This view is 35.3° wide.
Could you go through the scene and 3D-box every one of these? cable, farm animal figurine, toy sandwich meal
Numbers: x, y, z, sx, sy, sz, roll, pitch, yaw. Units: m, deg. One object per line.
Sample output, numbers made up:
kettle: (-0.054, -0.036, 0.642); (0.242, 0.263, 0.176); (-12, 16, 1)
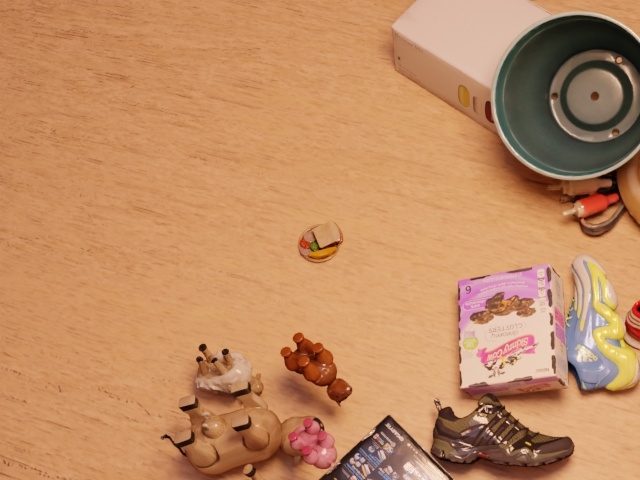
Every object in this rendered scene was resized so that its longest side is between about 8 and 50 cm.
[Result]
cable: (0.546, -0.101, 1.782); (0.287, 0.072, 0.139); (-16, 61, -1)
farm animal figurine: (-0.088, 0.327, 1.605); (0.327, 0.172, 0.330); (-4, 47, 26)
toy sandwich meal: (0.000, 0.000, 1.832); (0.086, 0.029, 0.085); (-3, 63, 6)

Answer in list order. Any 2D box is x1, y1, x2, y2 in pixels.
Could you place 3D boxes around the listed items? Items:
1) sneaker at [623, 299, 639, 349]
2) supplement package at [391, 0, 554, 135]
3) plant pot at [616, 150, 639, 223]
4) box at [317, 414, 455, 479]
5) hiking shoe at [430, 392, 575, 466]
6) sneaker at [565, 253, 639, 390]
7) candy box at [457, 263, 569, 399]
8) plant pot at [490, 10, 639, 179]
sneaker: (0.603, 0.149, 1.618); (0.221, 0.128, 0.087); (8, 66, 13)
supplement package: (0.299, -0.366, 1.911); (0.262, 0.145, 0.204); (37, 73, 23)
plant pot: (0.638, -0.104, 1.762); (0.236, 0.032, 0.236); (2, 68, -6)
box: (0.122, 0.414, 1.595); (0.175, 0.051, 0.220); (-41, 66, -13)
hiking shoe: (0.289, 0.301, 1.601); (0.227, 0.086, 0.114); (1, 78, 9)
sneaker: (0.435, 0.140, 1.668); (0.126, 0.091, 0.240); (-16, 63, 0)
candy box: (0.316, 0.152, 1.659); (0.165, 0.070, 0.196); (-13, 59, 27)
plant pot: (0.457, -0.251, 1.741); (0.272, 0.255, 0.271); (4, 99, 22)
